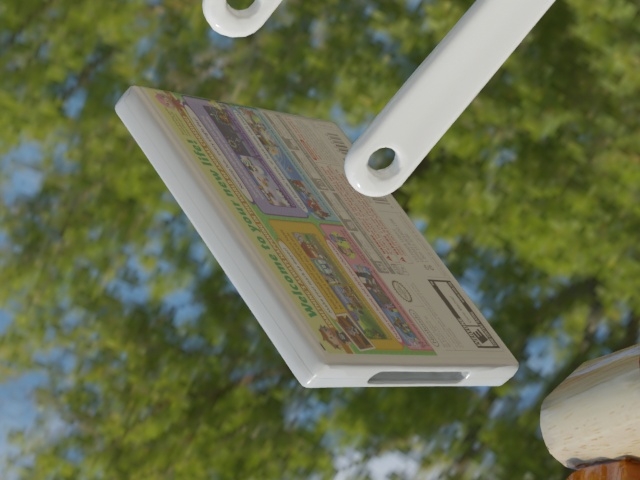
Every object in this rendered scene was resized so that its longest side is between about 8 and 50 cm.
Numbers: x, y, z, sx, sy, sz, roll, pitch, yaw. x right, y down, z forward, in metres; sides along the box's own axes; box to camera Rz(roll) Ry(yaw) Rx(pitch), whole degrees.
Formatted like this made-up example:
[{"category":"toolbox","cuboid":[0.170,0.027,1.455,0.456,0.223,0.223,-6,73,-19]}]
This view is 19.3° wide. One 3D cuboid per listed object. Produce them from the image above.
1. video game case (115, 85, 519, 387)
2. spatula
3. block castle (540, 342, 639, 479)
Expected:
[{"category":"video game case","cuboid":[0.000,0.000,1.087,0.193,0.023,0.212,6,-138,-52]},{"category":"spatula","cuboid":[0.040,-0.138,0.439,0.168,0.242,0.019,36,-167,-26]},{"category":"block castle","cuboid":[0.333,0.179,0.829,0.453,0.213,0.303,8,-106,-21]}]
